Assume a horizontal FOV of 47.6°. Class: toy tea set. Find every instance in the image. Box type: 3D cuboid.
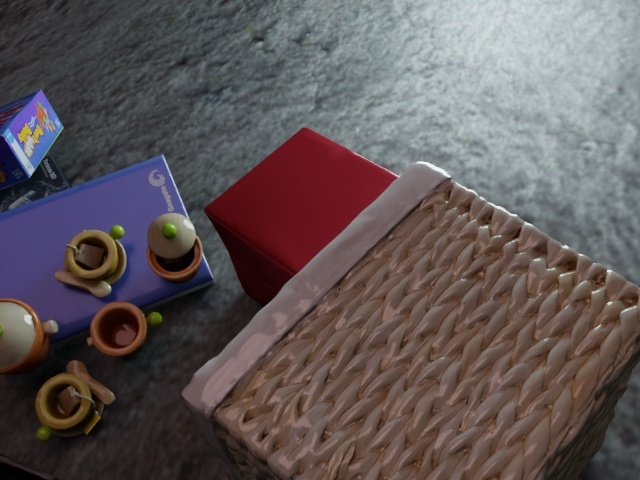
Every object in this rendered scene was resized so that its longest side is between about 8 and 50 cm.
[{"bbox_3d":[-0.302,0.082,0.941,0.200,0.124,0.336,34,73,8],"label":"toy tea set"}]

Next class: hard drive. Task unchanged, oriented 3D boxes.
[{"bbox_3d":[-0.340,0.024,1.046,0.319,0.040,0.210,-22,74,-10],"label":"hard drive"}]

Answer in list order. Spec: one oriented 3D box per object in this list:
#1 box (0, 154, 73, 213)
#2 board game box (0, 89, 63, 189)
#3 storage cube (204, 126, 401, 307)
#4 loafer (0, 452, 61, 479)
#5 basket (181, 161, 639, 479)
[{"bbox_3d":[-0.458,-0.031,1.156,0.158,0.093,0.156,-31,50,-13],"label":"box"},{"bbox_3d":[-0.623,-0.118,1.202,0.347,0.078,0.233,-21,28,6],"label":"board game box"},{"bbox_3d":[0.000,0.000,0.953,0.193,0.183,0.215,32,65,35],"label":"storage cube"},{"bbox_3d":[-0.335,0.316,0.833,0.302,0.095,0.109,16,57,26],"label":"loafer"},{"bbox_3d":[0.105,0.169,0.699,0.266,0.328,0.331,31,64,29],"label":"basket"}]
